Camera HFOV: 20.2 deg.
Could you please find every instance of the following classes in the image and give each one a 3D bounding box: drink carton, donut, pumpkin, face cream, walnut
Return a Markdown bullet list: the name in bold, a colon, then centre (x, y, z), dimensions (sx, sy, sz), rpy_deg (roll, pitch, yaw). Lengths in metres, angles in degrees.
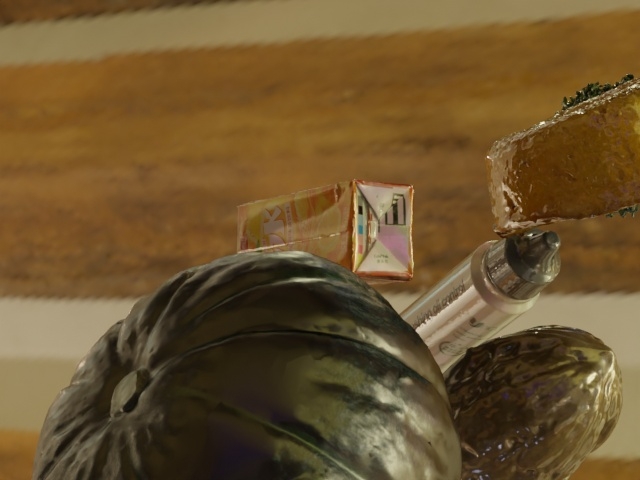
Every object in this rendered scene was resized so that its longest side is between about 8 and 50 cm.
- **drink carton**: centre (0.000, 0.000, 1.760), dimensions (0.071, 0.096, 0.223), rpy_deg (6, 171, -31)
- **donut**: centre (0.283, -0.089, 1.787), dimensions (0.277, 0.108, 0.277), rpy_deg (-24, -177, 1)
- **pumpkin**: centre (-0.065, 0.188, 1.397), dimensions (0.363, 0.266, 0.363), rpy_deg (-33, -143, 29)
- **face cream**: centre (0.183, 0.062, 2.018), dimensions (0.092, 0.092, 0.311), rpy_deg (-50, -176, -36)
- **walnut**: centre (0.202, 0.169, 1.777), dimensions (0.230, 0.178, 0.178), rpy_deg (-40, -156, 28)

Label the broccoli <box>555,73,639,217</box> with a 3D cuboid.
- **broccoli**: centre (0.412, -0.143, 2.305), dimensions (0.220, 0.194, 0.194), rpy_deg (-55, -166, 36)
